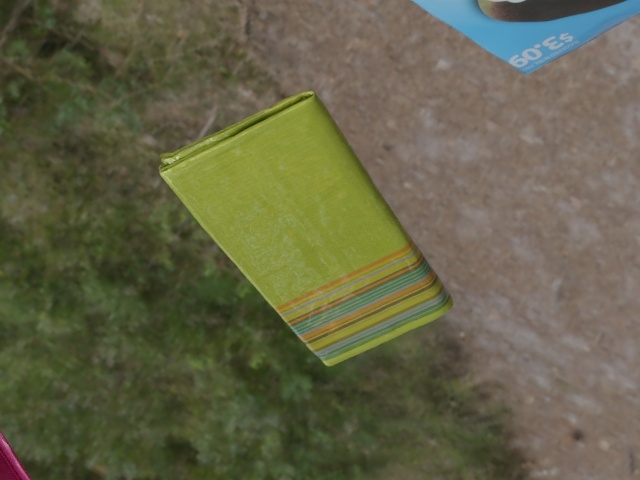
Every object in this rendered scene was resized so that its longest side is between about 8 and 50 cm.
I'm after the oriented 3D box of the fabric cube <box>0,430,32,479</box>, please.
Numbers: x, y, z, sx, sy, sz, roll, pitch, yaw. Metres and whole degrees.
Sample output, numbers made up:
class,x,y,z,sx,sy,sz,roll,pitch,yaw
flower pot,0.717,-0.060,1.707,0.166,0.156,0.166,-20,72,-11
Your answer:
class,x,y,z,sx,sy,sz,roll,pitch,yaw
fabric cube,-0.349,0.256,0.860,0.254,0.258,0.259,-8,115,57

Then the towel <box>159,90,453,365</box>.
class,x,y,z,sx,sy,sz,roll,pitch,yaw
towel,0.000,0.000,0.727,0.237,0.102,0.021,53,-165,-48

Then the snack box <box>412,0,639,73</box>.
class,x,y,z,sx,sy,sz,roll,pitch,yaw
snack box,0.123,-0.163,0.260,0.322,0.060,0.187,-27,147,35
